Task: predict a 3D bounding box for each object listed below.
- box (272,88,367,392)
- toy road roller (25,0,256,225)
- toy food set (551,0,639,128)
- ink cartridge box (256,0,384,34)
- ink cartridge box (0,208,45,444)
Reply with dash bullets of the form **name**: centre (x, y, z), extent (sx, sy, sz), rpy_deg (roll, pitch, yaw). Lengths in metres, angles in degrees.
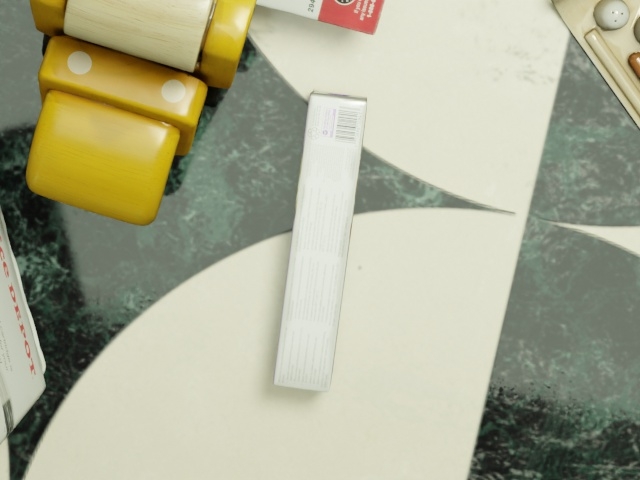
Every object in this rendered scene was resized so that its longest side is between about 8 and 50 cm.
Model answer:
- **box**: centre (0.000, 0.000, 1.754), extent (0.067, 0.063, 0.324), rpy_deg (7, 99, 1)
- **toy road roller**: centre (-0.193, -0.154, 1.601), extent (0.202, 0.329, 0.240), rpy_deg (16, 80, -5)
- **toy food set**: centre (0.417, -0.200, 1.699), extent (0.220, 0.092, 0.306), rpy_deg (-36, 97, 6)
- **ink cartridge box**: centre (-0.047, -0.348, 1.637), extent (0.273, 0.114, 0.197), rpy_deg (15, 128, -1)
- **ink cartridge box**: centre (-0.422, 0.084, 1.610), extent (0.166, 0.395, 0.285), rpy_deg (-12, 99, 5)
